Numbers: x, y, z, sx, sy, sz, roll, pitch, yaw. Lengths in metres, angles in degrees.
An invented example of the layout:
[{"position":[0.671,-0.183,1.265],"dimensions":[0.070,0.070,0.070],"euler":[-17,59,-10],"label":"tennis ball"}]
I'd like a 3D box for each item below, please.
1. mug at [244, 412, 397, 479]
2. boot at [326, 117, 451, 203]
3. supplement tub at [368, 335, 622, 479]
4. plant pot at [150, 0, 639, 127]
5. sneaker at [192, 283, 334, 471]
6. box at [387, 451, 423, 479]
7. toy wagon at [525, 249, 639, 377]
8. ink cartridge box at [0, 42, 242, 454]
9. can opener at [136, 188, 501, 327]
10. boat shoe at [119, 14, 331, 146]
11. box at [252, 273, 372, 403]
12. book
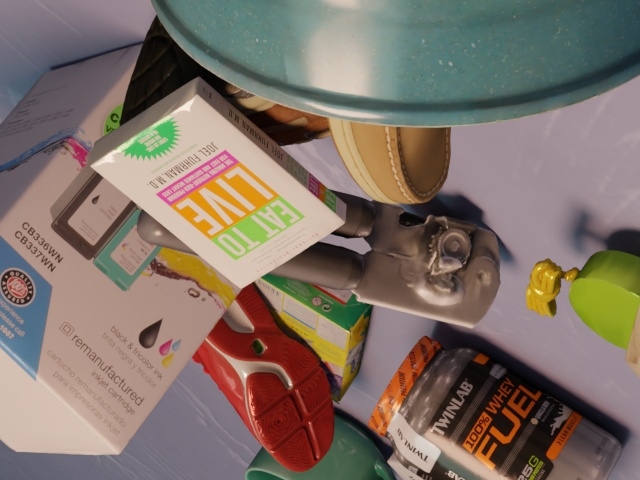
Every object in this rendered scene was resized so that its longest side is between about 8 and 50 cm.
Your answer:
[{"position":[0.015,0.238,1.847],"dimensions":[0.157,0.097,0.129],"euler":[29,154,14],"label":"mug"},{"position":[0.108,-0.112,1.051],"dimensions":[0.203,0.095,0.262],"euler":[14,131,23],"label":"boot"},{"position":[0.142,0.166,1.527],"dimensions":[0.190,0.117,0.117],"euler":[31,155,9],"label":"supplement tub"},{"position":[0.046,-0.231,0.795],"dimensions":[0.271,0.271,0.255],"euler":[23,139,27],"label":"plant pot"},{"position":[-0.074,0.106,1.674],"dimensions":[0.128,0.087,0.221],"euler":[14,135,57],"label":"sneaker"},{"position":[0.169,0.246,1.733],"dimensions":[0.145,0.038,0.186],"euler":[49,154,-25],"label":"box"},{"position":[0.301,0.086,1.236],"dimensions":[0.344,0.068,0.267],"euler":[29,155,17],"label":"toy wagon"},{"position":[-0.196,0.009,1.506],"dimensions":[0.198,0.270,0.197],"euler":[47,152,-22],"label":"ink cartridge box"},{"position":[0.000,0.000,1.349],"dimensions":[0.283,0.076,0.095],"euler":[14,175,-19],"label":"can opener"},{"position":[-0.044,-0.108,1.281],"dimensions":[0.120,0.123,0.324],"euler":[21,171,-23],"label":"boat shoe"},{"position":[-0.011,0.082,1.671],"dimensions":[0.105,0.043,0.179],"euler":[31,153,11],"label":"box"},{"position":[-0.065,-0.038,1.206],"dimensions":[0.096,0.035,0.144],"euler":[-30,127,30],"label":"book"}]
